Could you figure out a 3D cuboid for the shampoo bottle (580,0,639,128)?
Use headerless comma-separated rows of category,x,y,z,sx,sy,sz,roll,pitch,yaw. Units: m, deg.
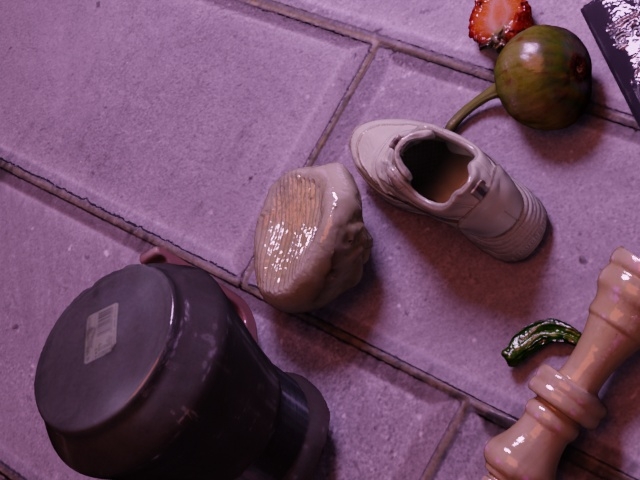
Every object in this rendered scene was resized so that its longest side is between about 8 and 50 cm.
shampoo bottle,0.455,-0.216,1.822,0.098,0.071,0.309,-28,58,15

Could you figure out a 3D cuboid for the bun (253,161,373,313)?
bun,0.000,0.000,1.959,0.231,0.133,0.231,-33,47,45

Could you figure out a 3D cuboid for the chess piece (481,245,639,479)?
chess piece,0.311,0.202,1.692,0.117,0.117,0.397,35,91,38

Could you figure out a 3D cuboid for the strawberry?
strawberry,0.271,-0.331,2.007,0.104,0.048,0.152,-23,41,29

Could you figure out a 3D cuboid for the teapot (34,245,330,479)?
teapot,-0.176,0.193,1.842,0.306,0.362,0.376,-27,45,24

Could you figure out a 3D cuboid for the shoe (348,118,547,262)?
shoe,0.146,-0.108,1.872,0.342,0.210,0.132,34,88,38

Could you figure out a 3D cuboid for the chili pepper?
chili pepper,0.296,0.132,1.781,0.118,0.035,0.055,-12,74,16

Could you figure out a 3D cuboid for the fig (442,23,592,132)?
fig,0.274,-0.212,1.922,0.245,0.149,0.149,-19,57,46
